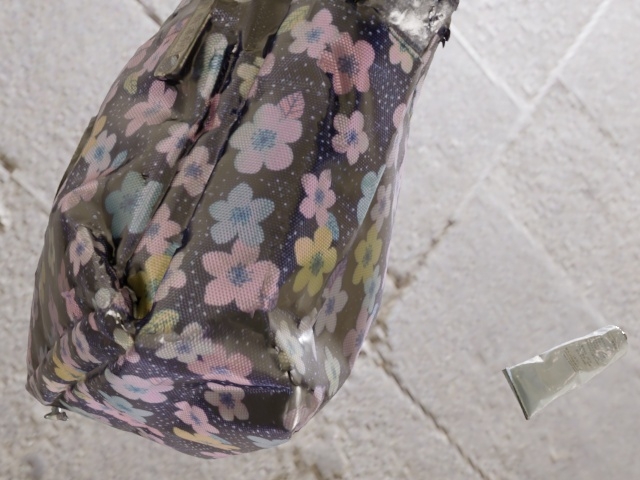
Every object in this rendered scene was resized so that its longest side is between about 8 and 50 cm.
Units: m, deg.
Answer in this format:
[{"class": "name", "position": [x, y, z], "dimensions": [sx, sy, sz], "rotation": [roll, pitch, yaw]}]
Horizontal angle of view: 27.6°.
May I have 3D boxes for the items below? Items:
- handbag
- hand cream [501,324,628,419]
[{"class": "handbag", "position": [-0.029, -0.023, 0.505], "dimensions": [0.126, 0.228, 0.208], "rotation": [24, 71, -9]}, {"class": "hand cream", "position": [0.138, 0.071, 0.723], "dimensions": [0.093, 0.019, 0.030], "rotation": [-21, 80, -32]}]
